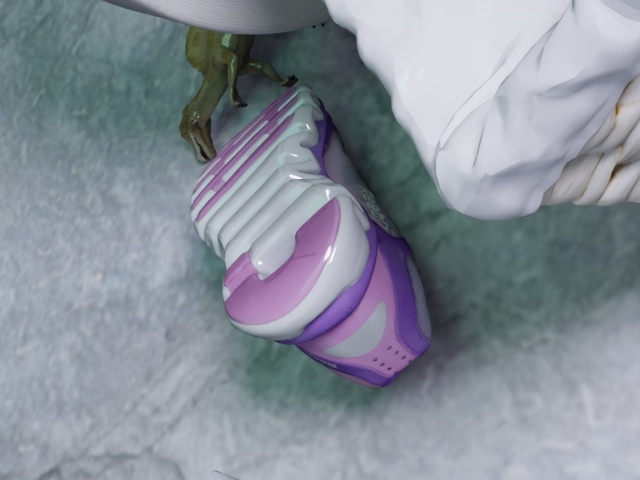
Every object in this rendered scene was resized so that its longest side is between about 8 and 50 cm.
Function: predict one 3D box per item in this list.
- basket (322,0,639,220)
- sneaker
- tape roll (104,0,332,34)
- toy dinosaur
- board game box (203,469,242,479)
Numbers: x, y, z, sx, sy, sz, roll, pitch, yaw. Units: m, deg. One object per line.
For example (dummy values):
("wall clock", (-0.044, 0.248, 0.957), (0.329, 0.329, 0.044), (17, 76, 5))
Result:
("basket", (0.153, -0.225, 0.476), (0.328, 0.267, 0.331), (-59, 44, 37))
("sneaker", (0.000, 0.000, 0.686), (0.095, 0.104, 0.236), (-45, 26, 14))
("tape roll", (-0.034, -0.298, 0.651), (0.072, 0.392, 0.392), (21, 84, 43))
("toy dinosaur", (-0.049, -0.142, 0.816), (0.093, 0.053, 0.183), (2, 71, 41))
("board game box", (-0.030, 0.257, 0.489), (0.097, 0.224, 0.303), (36, 94, 44))
